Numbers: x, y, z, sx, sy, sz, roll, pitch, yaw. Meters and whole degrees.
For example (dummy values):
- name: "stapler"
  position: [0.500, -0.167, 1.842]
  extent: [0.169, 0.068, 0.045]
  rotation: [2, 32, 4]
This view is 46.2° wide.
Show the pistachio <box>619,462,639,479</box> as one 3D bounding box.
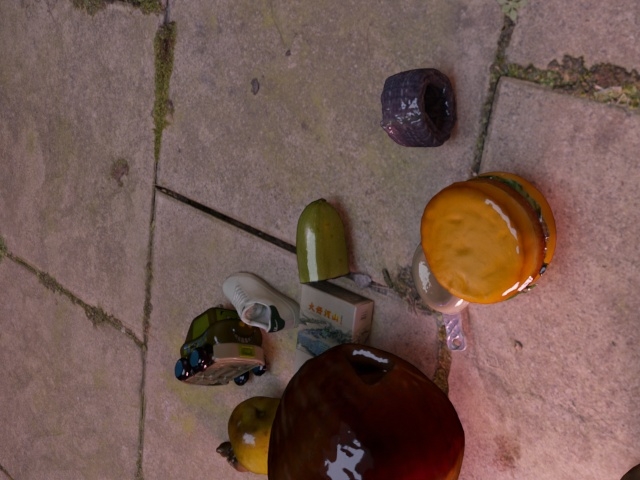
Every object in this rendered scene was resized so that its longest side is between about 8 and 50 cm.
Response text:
- name: "pistachio"
  position: [0.555, 0.461, 1.262]
  extent: [0.124, 0.124, 0.185]
  rotation: [20, 118, 38]

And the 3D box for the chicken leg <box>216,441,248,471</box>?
- name: "chicken leg"
  position: [-0.223, 0.579, 2.024]
  extent: [0.198, 0.085, 0.069]
  rotation: [-5, 120, 56]

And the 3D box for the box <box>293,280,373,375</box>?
- name: "box"
  position: [0.026, 0.236, 1.723]
  extent: [0.164, 0.069, 0.257]
  rotation: [20, 112, 38]

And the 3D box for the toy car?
- name: "toy car"
  position: [-0.260, 0.261, 1.934]
  extent: [0.248, 0.204, 0.198]
  rotation: [-33, 54, 44]

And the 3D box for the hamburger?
- name: "hamburger"
  position: [0.307, -0.010, 1.345]
  extent: [0.246, 0.170, 0.246]
  rotation: [23, 123, 41]

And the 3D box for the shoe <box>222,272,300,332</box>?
- name: "shoe"
  position: [-0.171, 0.154, 1.861]
  extent: [0.264, 0.110, 0.095]
  rotation: [20, 113, 35]

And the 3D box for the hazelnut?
- name: "hazelnut"
  position: [0.095, 0.420, 1.510]
  extent: [0.402, 0.402, 0.429]
  rotation: [46, 133, 26]

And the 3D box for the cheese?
- name: "cheese"
  position: [0.254, 0.108, 1.493]
  extent: [0.137, 0.064, 0.228]
  rotation: [-8, 95, 45]

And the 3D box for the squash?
- name: "squash"
  position: [0.000, 0.000, 1.665]
  extent: [0.123, 0.123, 0.187]
  rotation: [2, 101, 42]

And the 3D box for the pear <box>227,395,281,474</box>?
- name: "pear"
  position: [-0.135, 0.478, 1.844]
  extent: [0.200, 0.200, 0.200]
  rotation: [11, 106, 41]

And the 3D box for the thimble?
- name: "thimble"
  position: [0.185, -0.249, 1.422]
  extent: [0.097, 0.150, 0.150]
  rotation: [2, 100, 39]
